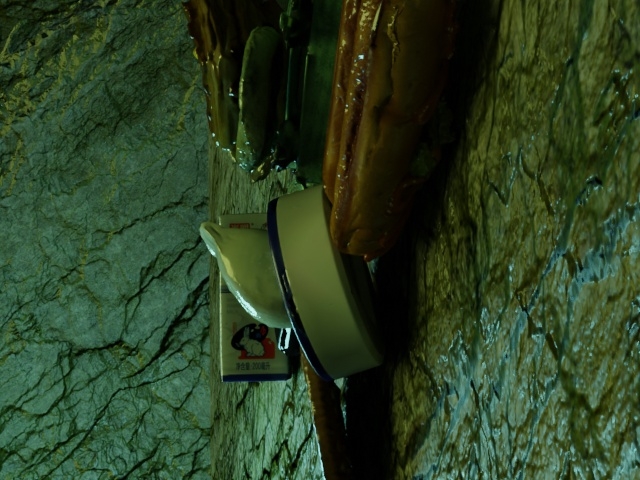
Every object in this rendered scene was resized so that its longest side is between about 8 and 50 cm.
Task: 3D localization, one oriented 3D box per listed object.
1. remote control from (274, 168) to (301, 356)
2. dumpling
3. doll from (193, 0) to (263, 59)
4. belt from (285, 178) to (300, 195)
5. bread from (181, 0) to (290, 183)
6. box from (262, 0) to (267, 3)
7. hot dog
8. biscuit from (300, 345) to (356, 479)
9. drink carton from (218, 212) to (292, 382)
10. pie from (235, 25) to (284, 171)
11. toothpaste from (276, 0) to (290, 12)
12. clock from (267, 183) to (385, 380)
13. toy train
[{"bbox_3d":[-0.035,0.021,1.715,0.144,0.062,0.399,-105,19,-50],"label":"remote control"},{"bbox_3d":[-0.089,0.065,1.620,0.131,0.252,0.179,-58,-10,-21],"label":"dumpling"},{"bbox_3d":[-0.154,-0.481,1.944,0.316,0.145,0.103,-65,27,16],"label":"doll"},{"bbox_3d":[0.000,-0.009,1.497,0.147,0.082,0.163,-152,65,-66],"label":"belt"},{"bbox_3d":[-0.118,-0.265,1.841,0.370,0.191,0.314,84,170,-45],"label":"bread"},{"bbox_3d":[-0.158,-0.481,2.126,0.232,0.142,0.083,-107,21,-55],"label":"box"},{"bbox_3d":[0.073,-0.135,1.049,0.158,0.117,0.349,-98,11,-48],"label":"hot dog"},{"bbox_3d":[0.013,0.235,1.382,0.305,0.038,0.305,-11,-90,-89],"label":"biscuit"},{"bbox_3d":[-0.121,0.107,1.937,0.106,0.130,0.315,71,-162,-83],"label":"drink carton"},{"bbox_3d":[-0.075,-0.176,1.298,0.187,0.041,0.187,6,-90,-87],"label":"pie"},{"bbox_3d":[-0.070,-0.449,1.939,0.034,0.046,0.164,-98,13,-51],"label":"toothpaste"},{"bbox_3d":[0.010,0.048,1.238,0.230,0.083,0.230,-20,-90,-80],"label":"clock"},{"bbox_3d":[0.009,-0.205,1.298,0.202,0.120,0.301,-81,-3,-65],"label":"toy train"}]
